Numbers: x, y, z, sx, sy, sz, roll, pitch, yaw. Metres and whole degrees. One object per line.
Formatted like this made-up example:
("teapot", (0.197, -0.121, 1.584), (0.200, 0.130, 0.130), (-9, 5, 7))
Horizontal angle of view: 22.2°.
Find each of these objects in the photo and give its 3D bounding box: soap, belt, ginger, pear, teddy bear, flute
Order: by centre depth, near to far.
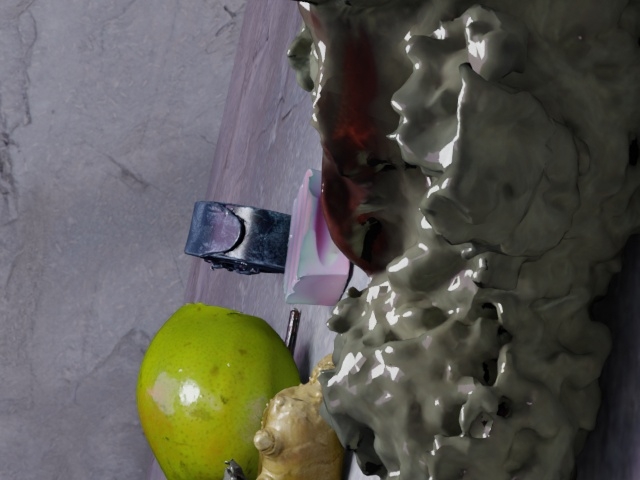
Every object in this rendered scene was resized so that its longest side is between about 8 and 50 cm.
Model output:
("teddy bear", (0.062, 0.000, 0.856), (0.357, 0.224, 0.367), (74, -156, -79))
("ginger", (-0.019, 0.201, 1.447), (0.115, 0.081, 0.205), (-28, -50, -86))
("soap", (0.000, 0.000, 1.674), (0.100, 0.056, 0.149), (111, 168, -53))
("pear", (-0.108, 0.184, 1.729), (0.187, 0.187, 0.220), (121, 157, -65))
("flute", (-0.052, 0.209, 1.864), (0.014, 0.014, 0.269), (145, 136, -77))
("belt", (-0.087, 0.001, 1.935), (0.190, 0.141, 0.082), (177, 103, -78))

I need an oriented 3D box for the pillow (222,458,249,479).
("pillow", (-0.074, 0.337, 1.510), (0.255, 0.059, 0.169), (-95, -8, -52))
